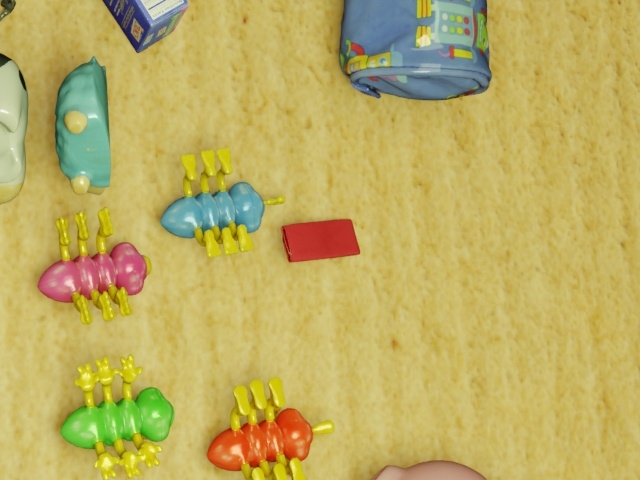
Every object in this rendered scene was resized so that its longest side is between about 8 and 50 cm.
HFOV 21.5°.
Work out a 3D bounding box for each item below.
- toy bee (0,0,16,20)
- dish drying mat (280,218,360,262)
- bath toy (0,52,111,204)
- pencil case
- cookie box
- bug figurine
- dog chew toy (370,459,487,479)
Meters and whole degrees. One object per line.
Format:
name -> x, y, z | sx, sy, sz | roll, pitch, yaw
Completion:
toy bee -> -0.256, -0.337, 1.312 | 0.162, 0.195, 0.298 | 38, 82, 18
dish drying mat -> 0.000, 0.000, 1.386 | 0.083, 0.008, 0.032 | -6, 77, -48
bath toy -> -0.332, -0.096, 1.264 | 0.348, 0.151, 0.129 | 3, 45, -12
pencil case -> 0.071, -0.266, 1.415 | 0.133, 0.119, 0.306 | -7, 80, 24
cookie box -> -0.155, -0.213, 1.354 | 0.040, 0.092, 0.107 | -33, 91, -16
bug figurine -> -0.109, 0.073, 1.326 | 0.216, 0.072, 0.279 | -6, 77, -24
dog chew toy -> 0.159, 0.302, 1.308 | 0.332, 0.206, 0.206 | 44, 72, 3
